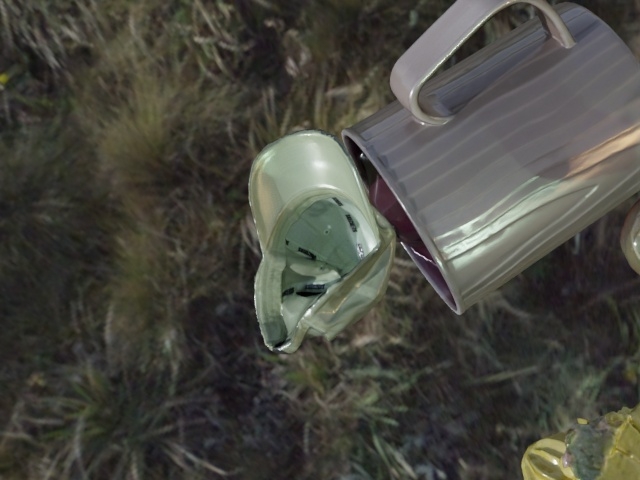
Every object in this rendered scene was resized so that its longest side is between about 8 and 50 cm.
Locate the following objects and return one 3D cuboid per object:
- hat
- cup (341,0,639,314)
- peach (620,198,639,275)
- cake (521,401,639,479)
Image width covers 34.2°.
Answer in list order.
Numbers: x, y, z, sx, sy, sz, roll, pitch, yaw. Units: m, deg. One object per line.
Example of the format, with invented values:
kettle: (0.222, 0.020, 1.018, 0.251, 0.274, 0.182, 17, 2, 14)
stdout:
hat: (-0.003, -0.003, 0.796, 0.122, 0.166, 0.081, -9, 19, 25)
cup: (0.166, -0.107, 1.024, 0.273, 0.288, 0.208, -32, 19, -1)
peach: (0.288, -0.004, 0.855, 0.083, 0.083, 0.083, -7, 62, 14)
cake: (0.412, 0.361, 1.409, 0.286, 0.227, 0.222, 34, 58, 10)
